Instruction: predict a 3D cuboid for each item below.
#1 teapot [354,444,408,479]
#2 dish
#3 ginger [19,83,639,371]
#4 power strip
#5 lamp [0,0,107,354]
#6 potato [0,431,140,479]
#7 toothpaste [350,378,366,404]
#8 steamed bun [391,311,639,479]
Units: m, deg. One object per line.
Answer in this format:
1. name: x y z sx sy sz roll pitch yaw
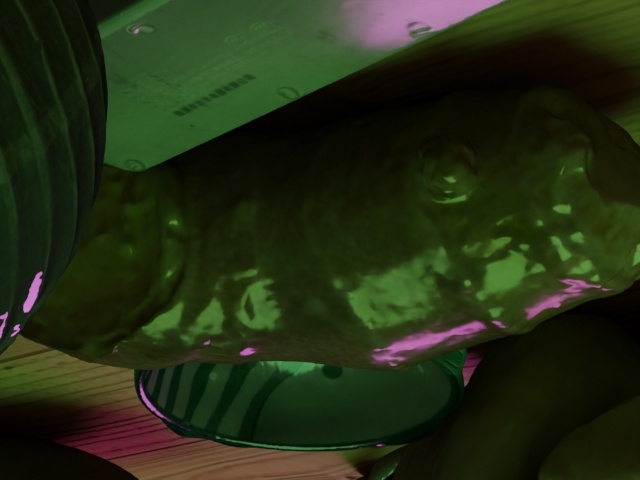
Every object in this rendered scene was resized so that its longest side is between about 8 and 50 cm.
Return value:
1. teapot: 0.117 0.259 1.486 0.149 0.162 0.239 -16 125 15
2. dish: -0.024 0.054 1.028 0.246 0.078 0.224 23 147 -38
3. ginger: 0.000 0.000 0.847 0.354 0.126 0.190 -2 162 13
4. power strip: -0.001 -0.107 0.678 0.106 0.043 0.367 19 151 -41
5. lamp: -0.188 -0.043 0.599 0.233 0.233 0.265 12 148 -28
6. potato: -0.262 0.262 1.365 0.326 0.221 0.243 -2 149 29
7. toothpaste: 0.011 0.115 1.239 0.096 0.061 0.266 4 165 -15
8. steamed bun: 0.213 0.163 1.117 0.372 0.230 0.325 3 -164 -18
